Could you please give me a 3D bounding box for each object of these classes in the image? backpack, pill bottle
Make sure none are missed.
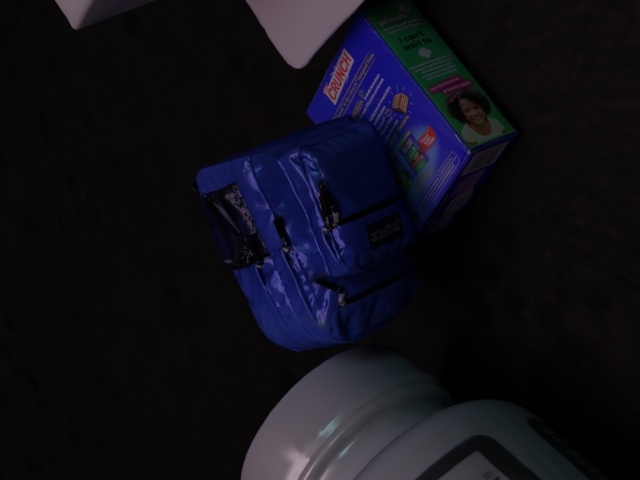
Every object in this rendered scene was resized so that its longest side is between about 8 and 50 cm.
[{"bbox_3d":[0.000,0.000,0.771,0.101,0.098,0.120,-10,101,55],"label":"backpack"},{"bbox_3d":[0.103,0.196,0.731,0.318,0.176,0.176,41,135,34],"label":"pill bottle"}]

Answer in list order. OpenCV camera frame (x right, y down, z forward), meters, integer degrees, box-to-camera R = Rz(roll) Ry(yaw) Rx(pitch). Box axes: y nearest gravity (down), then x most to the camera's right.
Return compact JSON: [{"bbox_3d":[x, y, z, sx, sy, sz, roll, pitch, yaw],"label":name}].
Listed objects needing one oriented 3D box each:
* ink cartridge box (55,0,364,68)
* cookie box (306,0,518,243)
[{"bbox_3d":[-0.102,-0.256,0.698,0.353,0.119,0.207,54,139,6],"label":"ink cartridge box"},{"bbox_3d":[0.049,-0.068,0.789,0.107,0.040,0.092,54,143,19],"label":"cookie box"}]
